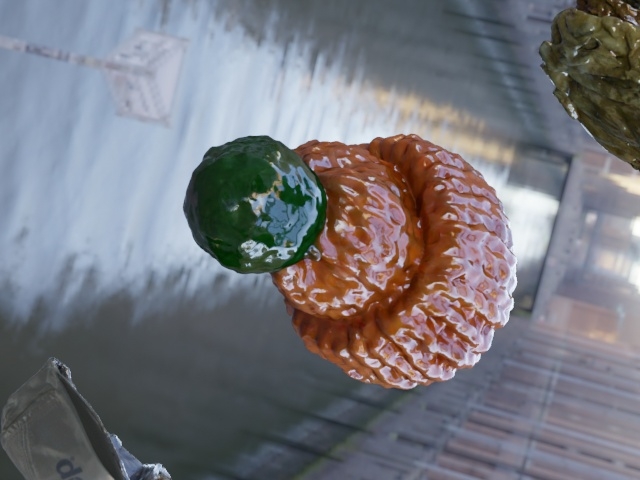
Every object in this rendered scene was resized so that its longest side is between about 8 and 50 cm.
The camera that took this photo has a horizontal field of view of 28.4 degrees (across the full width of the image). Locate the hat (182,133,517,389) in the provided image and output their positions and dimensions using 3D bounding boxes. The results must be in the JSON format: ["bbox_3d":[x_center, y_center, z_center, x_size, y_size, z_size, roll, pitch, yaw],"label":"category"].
[{"bbox_3d":[0.000,0.000,1.329,0.400,0.285,0.285,17,87,-37],"label":"hat"}]

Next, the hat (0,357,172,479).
[{"bbox_3d":[-0.241,0.250,1.311,0.149,0.214,0.244,-37,-155,2],"label":"hat"}]

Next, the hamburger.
[{"bbox_3d":[0.295,-0.138,1.086,0.130,0.183,0.206,-47,144,-5],"label":"hamburger"}]
